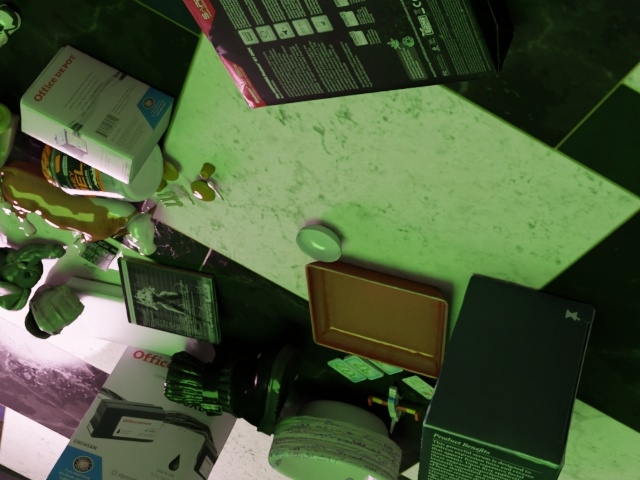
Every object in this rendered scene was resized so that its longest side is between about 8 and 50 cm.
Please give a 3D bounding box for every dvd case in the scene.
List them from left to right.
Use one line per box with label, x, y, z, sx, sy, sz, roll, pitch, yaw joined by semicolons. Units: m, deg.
dvd case;-0.311;0.123;1.871;0.221;0.018;0.165;10;123;20

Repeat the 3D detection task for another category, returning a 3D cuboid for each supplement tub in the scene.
supplement tub;-0.371;-0.128;1.533;0.190;0.117;0.117;6;141;31

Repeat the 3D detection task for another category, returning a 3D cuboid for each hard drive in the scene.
hard drive;-0.399;0.179;2.023;0.307;0.040;0.203;9;142;21

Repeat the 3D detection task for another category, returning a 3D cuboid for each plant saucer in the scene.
plant saucer;0.107;0.135;1.645;0.258;0.048;0.259;14;144;15

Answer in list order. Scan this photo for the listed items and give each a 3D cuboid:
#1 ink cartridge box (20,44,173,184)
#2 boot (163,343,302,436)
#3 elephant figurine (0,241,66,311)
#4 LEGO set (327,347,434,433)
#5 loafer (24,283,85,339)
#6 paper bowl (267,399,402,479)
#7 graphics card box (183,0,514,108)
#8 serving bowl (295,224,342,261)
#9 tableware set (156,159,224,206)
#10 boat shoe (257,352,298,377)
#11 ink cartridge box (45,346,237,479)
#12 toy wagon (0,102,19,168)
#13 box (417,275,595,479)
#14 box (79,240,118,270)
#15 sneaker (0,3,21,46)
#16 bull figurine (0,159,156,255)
ink cartridge box;-0.346;-0.197;1.413;0.190;0.140;0.082;26;147;0
boot;-0.192;0.284;1.887;0.260;0.131;0.348;23;144;2
elephant figurine;-0.679;0.071;1.973;0.239;0.169;0.186;12;175;-8
LEGO set;0.144;0.314;1.848;0.244;0.060;0.182;37;147;-17
loafer;-0.612;0.162;2.021;0.112;0.111;0.319;51;157;-8
paper bowl;0.038;0.449;1.984;0.284;0.148;0.284;12;151;7
graphics card box;0.023;-0.290;1.105;0.370;0.094;0.233;-1;137;34
serving bowl;0.000;0.000;1.552;0.083;0.027;0.083;16;144;12
tableware set;-0.239;-0.106;1.570;0.154;0.024;0.104;-4;132;37
boat shoe;-0.090;0.271;1.961;0.100;0.035;0.035;41;115;-15
ink cartridge box;-0.387;0.454;2.066;0.285;0.395;0.166;15;142;14
toy wagon;-0.633;-0.083;1.559;0.068;0.344;0.267;32;145;-6
box;0.301;0.307;1.532;0.211;0.294;0.395;15;144;14
box;-0.458;0.025;1.876;0.067;0.018;0.083;32;145;-9
sneaker;-0.504;-0.328;1.425;0.040;0.044;0.109;38;142;-14
bull figurine;-0.450;-0.053;1.685;0.310;0.101;0.188;27;148;-14
